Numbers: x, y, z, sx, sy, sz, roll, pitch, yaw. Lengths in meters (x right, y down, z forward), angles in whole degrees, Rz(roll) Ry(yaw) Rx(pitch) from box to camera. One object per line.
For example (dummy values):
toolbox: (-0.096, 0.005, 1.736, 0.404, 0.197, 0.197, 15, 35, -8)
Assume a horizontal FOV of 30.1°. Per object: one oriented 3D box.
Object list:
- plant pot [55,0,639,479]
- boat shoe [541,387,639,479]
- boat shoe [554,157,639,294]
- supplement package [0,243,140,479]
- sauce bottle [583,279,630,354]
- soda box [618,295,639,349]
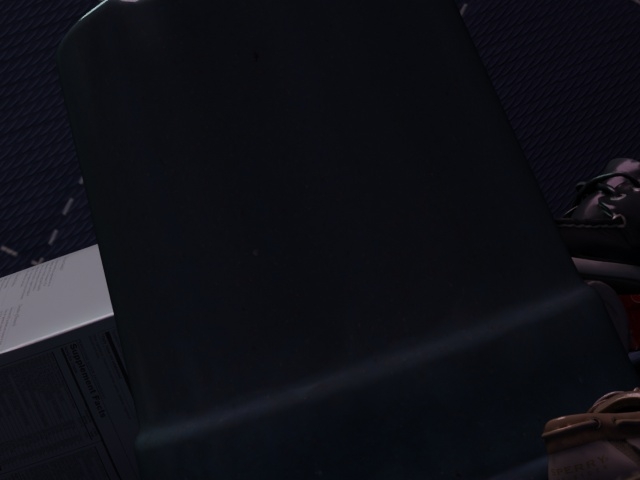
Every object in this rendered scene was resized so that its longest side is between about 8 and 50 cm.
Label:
plant pot: (0.000, 0.000, 0.762, 0.341, 0.334, 0.341, -19, -3, -1)
boat shoe: (0.140, 0.087, 0.545, 0.056, 0.048, 0.153, -21, -4, 33)
boat shoe: (0.261, -0.011, 0.985, 0.340, 0.113, 0.127, 4, -8, -19)
supplement package: (-0.199, 0.130, 1.074, 0.262, 0.198, 0.199, -19, 21, 1)
sauce bottle: (0.097, 0.099, 0.997, 0.344, 0.111, 0.111, -19, -3, 44)
soda box: (0.279, 0.067, 1.207, 0.092, 0.083, 0.263, -17, -4, -17)
